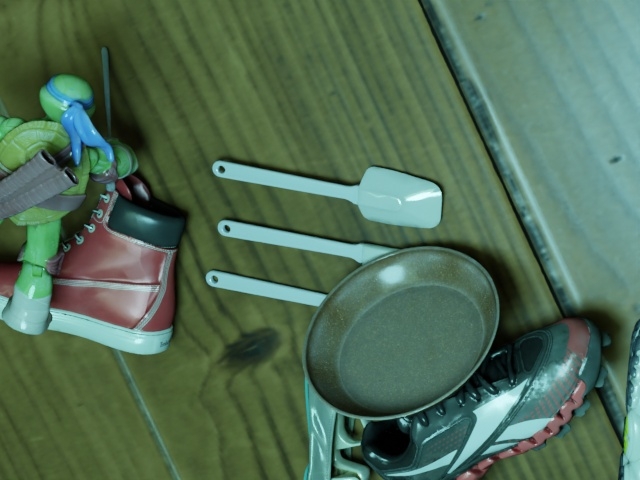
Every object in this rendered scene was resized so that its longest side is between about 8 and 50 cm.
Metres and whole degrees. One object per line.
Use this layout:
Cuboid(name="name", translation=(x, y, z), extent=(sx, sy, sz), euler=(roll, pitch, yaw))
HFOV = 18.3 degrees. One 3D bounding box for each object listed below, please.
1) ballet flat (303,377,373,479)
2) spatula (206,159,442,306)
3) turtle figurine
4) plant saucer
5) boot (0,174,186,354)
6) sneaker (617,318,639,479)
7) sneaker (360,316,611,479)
Cuboid(name="ballet flat", translation=(0.018, 0.212, 1.979), extent=(0.068, 0.072, 0.213), euler=(7, 105, 22))
Cuboid(name="spatula", translation=(0.000, 0.000, 1.965), extent=(0.242, 0.019, 0.168), euler=(12, 113, 21))
Cuboid(name="turtle figurine", translation=(-0.292, -0.065, 1.945), extent=(0.275, 0.198, 0.266), euler=(37, 112, 37))
Cuboid(name="plant saucer", translation=(0.080, 0.094, 1.868), extent=(0.199, 0.198, 0.036), euler=(-7, 140, 25))
Cuboid(name="boot", translation=(-0.258, 0.004, 2.041), extent=(0.244, 0.088, 0.176), euler=(12, 106, 14))
Cuboid(name="sneaker", translation=(0.331, 0.204, 1.831), extent=(0.110, 0.107, 0.275), euler=(6, 108, 8))
Cuboid(name="sneaker", translation=(0.146, 0.153, 1.873), extent=(0.135, 0.097, 0.276), euler=(34, 121, -28))
